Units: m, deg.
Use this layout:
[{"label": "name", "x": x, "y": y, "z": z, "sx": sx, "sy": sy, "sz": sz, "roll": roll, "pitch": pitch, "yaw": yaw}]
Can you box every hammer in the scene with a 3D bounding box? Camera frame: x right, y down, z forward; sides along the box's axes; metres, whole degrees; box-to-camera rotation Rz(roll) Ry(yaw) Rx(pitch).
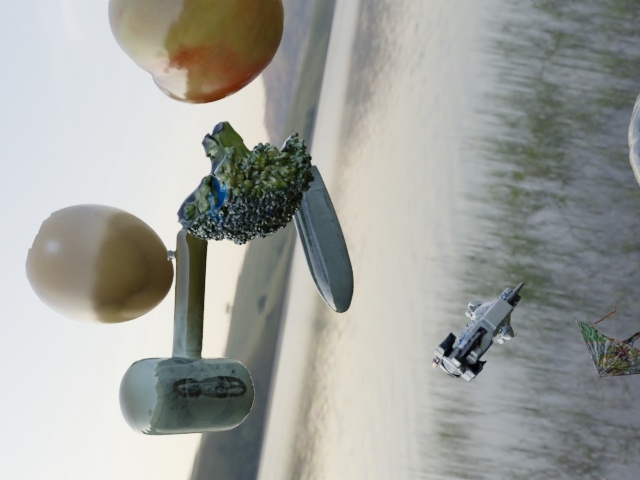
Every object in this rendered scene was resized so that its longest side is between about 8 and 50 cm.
[{"label": "hammer", "x": -0.192, "y": 0.125, "z": 1.383, "sx": 0.113, "sy": 0.202, "sz": 0.305, "roll": -10, "pitch": 78, "yaw": 41}]

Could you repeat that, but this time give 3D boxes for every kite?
[{"label": "kite", "x": 0.521, "y": 0.163, "z": 1.593, "sx": 0.244, "sy": 0.198, "sz": 0.006, "roll": -32, "pitch": -43, "yaw": -36}]

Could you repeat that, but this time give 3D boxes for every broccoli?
[{"label": "broccoli", "x": -0.099, "y": -0.075, "z": 1.183, "sx": 0.167, "sy": 0.160, "sz": 0.154, "roll": -41, "pitch": -13, "yaw": 31}]

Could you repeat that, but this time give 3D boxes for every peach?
[{"label": "peach", "x": -0.129, "y": -0.239, "z": 1.027, "sx": 0.184, "sy": 0.184, "sz": 0.184, "roll": -171, "pitch": 90, "yaw": -88}]

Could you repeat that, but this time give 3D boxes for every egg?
[{"label": "egg", "x": -0.359, "y": 0.043, "z": 1.590, "sx": 0.201, "sy": 0.245, "sz": 0.201, "roll": 13, "pitch": -90, "yaw": -70}]

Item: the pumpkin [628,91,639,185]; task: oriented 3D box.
[{"label": "pumpkin", "x": 0.559, "y": -0.138, "z": 1.286, "sx": 0.207, "sy": 0.300, "sz": 0.300, "roll": 122, "pitch": 158, "yaw": -71}]

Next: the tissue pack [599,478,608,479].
[{"label": "tissue pack", "x": 0.440, "y": 0.576, "z": 1.700, "sx": 0.270, "sy": 0.137, "sz": 0.209, "roll": -31, "pitch": -32, "yaw": -45}]

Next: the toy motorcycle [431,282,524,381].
[{"label": "toy motorcycle", "x": 0.285, "y": 0.166, "z": 1.705, "sx": 0.221, "sy": 0.102, "sz": 0.150, "roll": -42, "pitch": -12, "yaw": -36}]

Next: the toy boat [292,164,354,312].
[{"label": "toy boat", "x": 0.000, "y": 0.000, "z": 1.639, "sx": 0.085, "sy": 0.078, "sz": 0.260, "roll": -16, "pitch": 92, "yaw": 65}]
